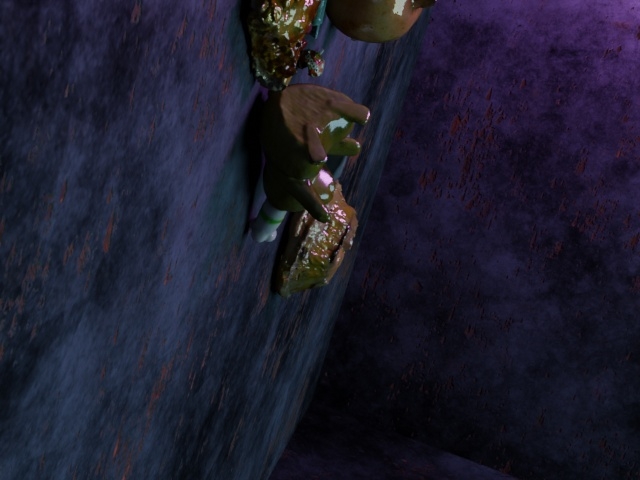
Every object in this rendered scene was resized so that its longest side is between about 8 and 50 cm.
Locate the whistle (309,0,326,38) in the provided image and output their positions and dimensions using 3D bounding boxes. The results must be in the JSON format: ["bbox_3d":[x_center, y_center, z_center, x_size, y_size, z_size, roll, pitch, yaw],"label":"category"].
[{"bbox_3d":[-0.001,-0.448,1.551,0.039,0.039,0.186,-60,166,-53],"label":"whistle"}]

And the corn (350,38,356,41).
[{"bbox_3d":[0.125,-0.563,1.864,0.119,0.119,0.322,82,24,-73],"label":"corn"}]

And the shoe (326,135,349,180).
[{"bbox_3d":[0.019,-0.221,2.007,0.251,0.103,0.100,106,8,-60],"label":"shoe"}]

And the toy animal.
[{"bbox_3d":[-0.028,-0.125,1.598,0.181,0.180,0.363,-59,166,-30],"label":"toy animal"}]

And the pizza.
[{"bbox_3d":[-0.047,-0.349,1.310,0.229,0.081,0.289,-50,160,-67],"label":"pizza"}]

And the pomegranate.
[{"bbox_3d":[0.103,-0.468,1.664,0.207,0.207,0.207,19,90,-82],"label":"pomegranate"}]

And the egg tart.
[{"bbox_3d":[0.000,0.000,2.234,0.352,0.150,0.352,23,90,-81],"label":"egg tart"}]

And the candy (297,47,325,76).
[{"bbox_3d":[-0.007,-0.357,1.717,0.055,0.049,0.185,60,18,-15],"label":"candy"}]
